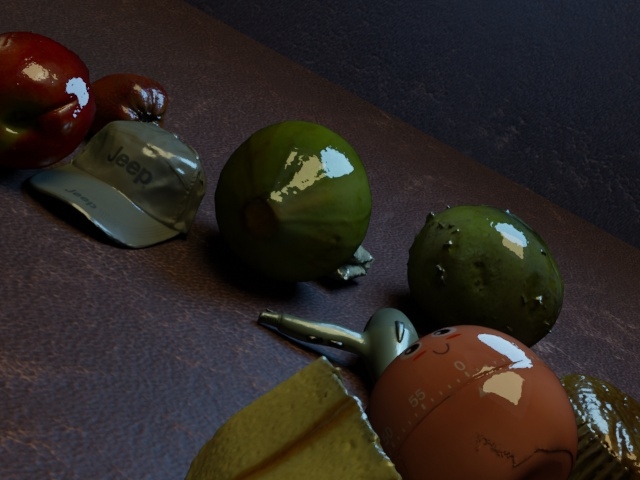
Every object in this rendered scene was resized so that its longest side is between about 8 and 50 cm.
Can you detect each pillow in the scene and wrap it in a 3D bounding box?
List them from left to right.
[{"bbox_3d":[0.000,0.000,2.022,0.181,0.077,0.134,34,7,19],"label":"pillow"}]

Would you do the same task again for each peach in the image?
[{"bbox_3d":[-0.412,-0.197,1.745,0.190,0.196,0.226,45,8,-24],"label":"peach"}]

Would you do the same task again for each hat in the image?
[{"bbox_3d":[-0.275,-0.095,1.783,0.214,0.149,0.245,31,6,7],"label":"hat"}]

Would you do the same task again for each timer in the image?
[{"bbox_3d":[0.166,0.213,1.417,0.230,0.229,0.215,11,25,-46],"label":"timer"}]

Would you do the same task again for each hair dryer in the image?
[{"bbox_3d":[0.049,0.162,1.670,0.225,0.088,0.219,5,30,-27],"label":"hair dryer"}]

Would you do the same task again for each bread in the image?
[{"bbox_3d":[0.010,0.288,1.170,0.236,0.198,0.263,58,-2,-22],"label":"bread"},{"bbox_3d":[0.387,0.296,1.689,0.227,0.142,0.253,33,14,-12],"label":"bread"}]

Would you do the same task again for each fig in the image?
[{"bbox_3d":[-0.048,-0.057,1.834,0.239,0.239,0.271,33,11,12],"label":"fig"}]

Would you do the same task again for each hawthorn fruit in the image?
[{"bbox_3d":[-0.322,-0.209,2.049,0.138,0.132,0.133,23,9,41],"label":"hawthorn fruit"}]

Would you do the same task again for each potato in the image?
[{"bbox_3d":[0.274,0.055,2.088,0.270,0.219,0.359,40,11,5],"label":"potato"}]
